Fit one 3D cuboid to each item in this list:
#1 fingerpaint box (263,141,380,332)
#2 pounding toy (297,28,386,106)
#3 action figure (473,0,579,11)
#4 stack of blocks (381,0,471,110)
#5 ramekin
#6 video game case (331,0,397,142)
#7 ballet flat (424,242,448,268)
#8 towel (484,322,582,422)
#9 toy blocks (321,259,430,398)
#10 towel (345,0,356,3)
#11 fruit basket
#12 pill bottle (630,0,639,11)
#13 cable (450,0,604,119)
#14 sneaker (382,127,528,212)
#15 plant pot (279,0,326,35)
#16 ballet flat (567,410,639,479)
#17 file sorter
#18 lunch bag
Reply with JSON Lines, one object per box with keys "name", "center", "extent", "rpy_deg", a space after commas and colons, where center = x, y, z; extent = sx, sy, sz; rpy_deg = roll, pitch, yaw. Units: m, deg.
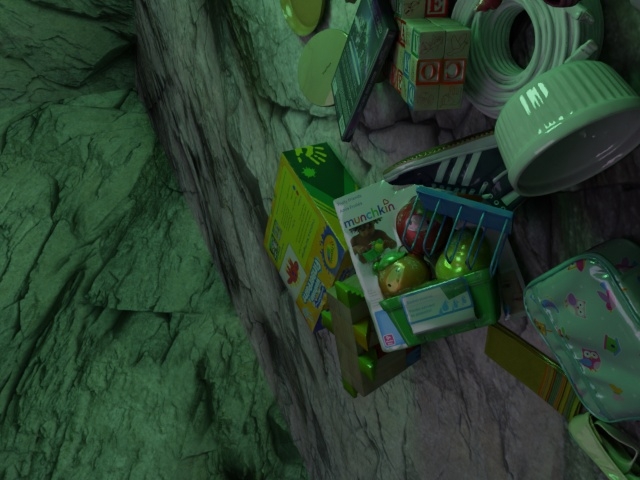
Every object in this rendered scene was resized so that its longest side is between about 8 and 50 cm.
{"name": "fingerpaint box", "center": [0.000, 0.000, 1.622], "extent": [0.371, 0.163, 0.445], "rpy_deg": [58, 151, 28]}
{"name": "pounding toy", "center": [0.066, -0.425, 1.326], "extent": [0.236, 0.110, 0.183], "rpy_deg": [-17, 84, 37]}
{"name": "action figure", "center": [0.341, -0.344, 0.584], "extent": [0.276, 0.370, 0.248], "rpy_deg": [58, -165, -5]}
{"name": "stack of blocks", "center": [0.180, -0.366, 0.992], "extent": [0.297, 0.087, 0.171], "rpy_deg": [-101, 8, -58]}
{"name": "ramekin", "center": [0.358, -0.165, 0.794], "extent": [0.207, 0.207, 0.109], "rpy_deg": [119, 137, -56]}
{"name": "video game case", "center": [0.081, -0.370, 1.116], "extent": [0.274, 0.026, 0.196], "rpy_deg": [116, 154, -49]}
{"name": "ballet flat", "center": [0.258, -0.006, 1.215], "extent": [0.077, 0.077, 0.231], "rpy_deg": [32, 134, 61]}
{"name": "towel", "center": [0.432, 0.266, 1.118], "extent": [0.237, 0.021, 0.102], "rpy_deg": [39, 138, 48]}
{"name": "toy blocks", "center": [0.166, 0.200, 1.351], "extent": [0.190, 0.260, 0.382], "rpy_deg": [34, 142, 48]}
{"name": "towel", "center": [0.053, -0.637, 0.932], "extent": [0.056, 0.313, 0.324], "rpy_deg": [2, 149, 23]}
{"name": "fruit basket", "center": [0.215, 0.026, 1.105], "extent": [0.326, 0.165, 0.354], "rpy_deg": [-20, 89, 22]}
{"name": "pill bottle", "center": [0.461, -0.262, 0.628], "extent": [0.180, 0.107, 0.108], "rpy_deg": [57, 150, 28]}
{"name": "cable", "center": [0.323, -0.326, 0.879], "extent": [0.257, 0.089, 0.257], "rpy_deg": [63, 153, 19]}
{"name": "sneaker", "center": [0.263, -0.108, 0.996], "extent": [0.282, 0.099, 0.153], "rpy_deg": [-16, 101, 23]}
{"name": "plant pot", "center": [-0.046, -0.668, 1.435], "extent": [0.236, 0.032, 0.237], "rpy_deg": [41, 140, 45]}
{"name": "ballet flat", "center": [0.541, 0.405, 0.942], "extent": [0.248, 0.086, 0.086], "rpy_deg": [54, 148, 34]}
{"name": "file sorter", "center": [0.245, -0.013, 0.973], "extent": [0.170, 0.105, 0.118], "rpy_deg": [19, 173, 22]}
{"name": "lunch bag", "center": [0.469, 0.157, 0.878], "extent": [0.279, 0.107, 0.224], "rpy_deg": [64, 153, 15]}
